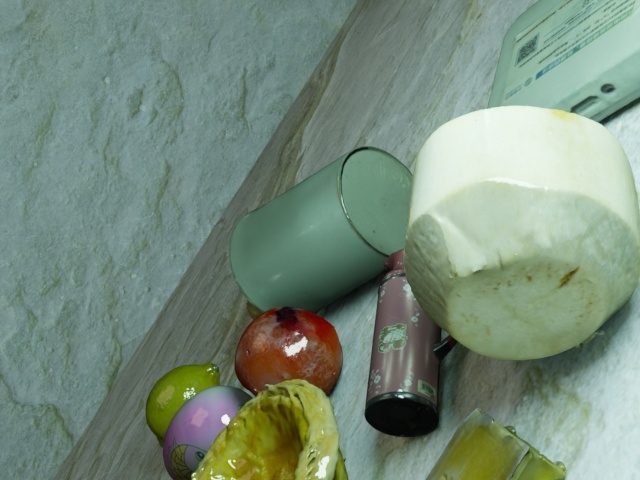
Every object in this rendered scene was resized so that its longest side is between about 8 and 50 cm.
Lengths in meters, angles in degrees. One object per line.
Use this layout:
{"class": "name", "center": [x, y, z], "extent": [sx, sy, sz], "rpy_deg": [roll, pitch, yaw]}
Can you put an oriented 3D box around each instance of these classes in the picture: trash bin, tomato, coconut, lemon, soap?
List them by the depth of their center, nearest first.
{"class": "soap", "center": [0.172, 0.324, 0.889], "extent": [0.233, 0.076, 0.135], "rpy_deg": [-55, 18, -2]}
{"class": "coconut", "center": [0.251, -0.020, 0.966], "extent": [0.323, 0.323, 0.323], "rpy_deg": [-48, 19, 22]}
{"class": "tomato", "center": [-0.058, 0.223, 1.457], "extent": [0.208, 0.208, 0.184], "rpy_deg": [-147, 77, -73]}
{"class": "trash bin", "center": [0.000, 0.000, 1.622], "extent": [0.432, 0.280, 0.280], "rpy_deg": [-31, 29, 46]}
{"class": "lemon", "center": [-0.347, 0.413, 1.920], "extent": [0.248, 0.184, 0.184], "rpy_deg": [-58, 17, -6]}

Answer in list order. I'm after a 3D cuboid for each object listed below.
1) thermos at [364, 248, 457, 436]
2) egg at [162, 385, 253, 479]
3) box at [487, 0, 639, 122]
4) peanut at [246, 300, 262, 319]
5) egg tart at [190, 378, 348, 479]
{"class": "thermos", "center": [0.148, 0.133, 1.194], "extent": [0.136, 0.109, 0.330], "rpy_deg": [-42, 26, 41]}
{"class": "egg", "center": [-0.225, 0.419, 1.573], "extent": [0.196, 0.196, 0.271], "rpy_deg": [-73, 9, -46]}
{"class": "box", "center": [0.465, -0.345, 1.301], "extent": [0.396, 0.111, 0.397], "rpy_deg": [-35, 27, 49]}
{"class": "peanut", "center": [-0.129, 0.112, 2.027], "extent": [0.098, 0.103, 0.229], "rpy_deg": [2, 59, 52]}
{"class": "egg tart", "center": [-0.080, 0.418, 1.233], "extent": [0.388, 0.169, 0.388], "rpy_deg": [-44, 23, 24]}
